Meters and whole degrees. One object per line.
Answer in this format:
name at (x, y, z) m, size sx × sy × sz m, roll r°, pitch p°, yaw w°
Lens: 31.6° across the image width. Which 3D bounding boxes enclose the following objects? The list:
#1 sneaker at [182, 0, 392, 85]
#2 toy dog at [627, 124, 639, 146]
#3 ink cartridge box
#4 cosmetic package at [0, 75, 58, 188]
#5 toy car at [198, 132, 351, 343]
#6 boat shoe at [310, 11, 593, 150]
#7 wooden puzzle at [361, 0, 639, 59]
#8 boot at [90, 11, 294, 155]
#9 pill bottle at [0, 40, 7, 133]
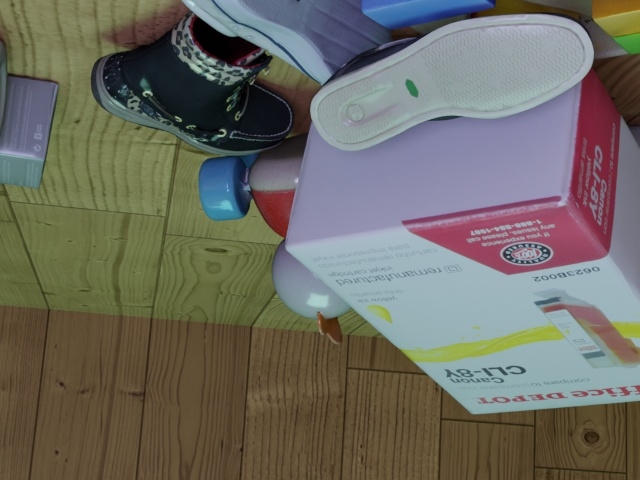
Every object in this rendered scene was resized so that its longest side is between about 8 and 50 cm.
sneaker at (-0.028, -0.199, 0.974) m, size 0.091 × 0.094 × 0.258 m, roll 18°, pitch 174°, yaw 37°
toy dog at (0.460, -0.056, 1.239) m, size 0.333 × 0.161 × 0.220 m, roll -10°, pitch 161°, yaw 44°
ink cartridge box at (0.192, 0.019, 1.103) m, size 0.279 × 0.160 × 0.384 m, roll -10°, pitch 145°, yaw 33°
cosmetic package at (-0.427, -0.133, 1.278) m, size 0.237 × 0.107 × 0.127 m, roll 10°, pitch 165°, yaw -16°
toy car at (0.000, 0.000, 1.317) m, size 0.219 × 0.238 × 0.210 m, roll -5°, pitch -166°, yaw 13°
boat shoe at (0.104, -0.138, 0.904) m, size 0.233 × 0.084 × 0.079 m, roll -12°, pitch -157°, yaw 29°
wooden puzzle at (0.175, -0.203, 0.879) m, size 0.322 × 0.081 × 0.348 m, roll -5°, pitch 164°, yaw 33°
boot at (-0.087, -0.156, 1.135) m, size 0.236 × 0.085 × 0.178 m, roll 12°, pitch 161°, yaw -37°
pill bottle at (-0.431, -0.156, 1.135) m, size 0.216 × 0.121 × 0.121 m, roll 6°, pitch 166°, yaw -9°
